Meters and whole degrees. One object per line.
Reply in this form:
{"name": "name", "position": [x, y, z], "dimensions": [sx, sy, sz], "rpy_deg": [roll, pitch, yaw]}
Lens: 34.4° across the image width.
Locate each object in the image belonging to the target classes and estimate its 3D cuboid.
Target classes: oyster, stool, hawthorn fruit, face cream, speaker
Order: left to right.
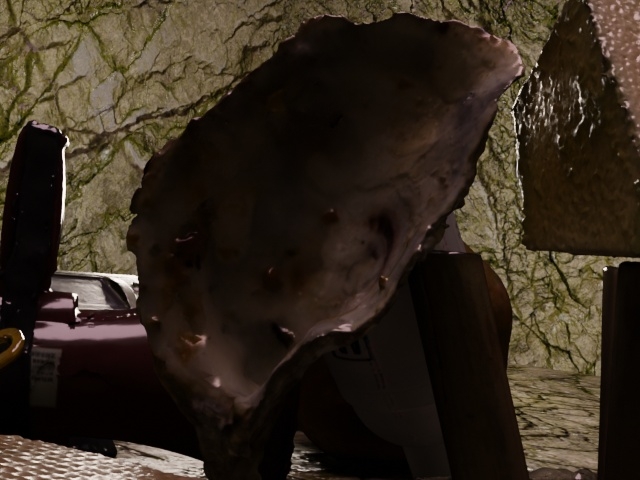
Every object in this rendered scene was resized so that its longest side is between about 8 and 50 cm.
{"name": "speaker", "position": [-0.175, 0.067, 0.827], "dimensions": [0.329, 0.259, 0.198], "rpy_deg": [10, 24, -15]}
{"name": "oyster", "position": [-0.027, -0.002, 0.729], "dimensions": [0.204, 0.396, 0.111], "rpy_deg": [34, 2, 16]}
{"name": "hawthorn fruit", "position": [0.068, 0.110, 1.135], "dimensions": [0.267, 0.268, 0.301], "rpy_deg": [5, -8, 2]}
{"name": "face cream", "position": [0.074, 0.085, 0.893], "dimensions": [0.145, 0.370, 0.145], "rpy_deg": [-18, 20, 7]}
{"name": "stool", "position": [0.232, 0.128, 0.727], "dimensions": [0.310, 0.226, 0.310], "rpy_deg": [6, -1, -31]}

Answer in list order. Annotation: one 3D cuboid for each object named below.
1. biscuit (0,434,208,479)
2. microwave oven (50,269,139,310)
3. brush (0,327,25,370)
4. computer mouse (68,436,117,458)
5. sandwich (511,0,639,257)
{"name": "biscuit", "position": [-0.233, 0.153, 0.617], "dimensions": [0.426, 0.079, 0.144], "rpy_deg": [5, -3, 33]}
{"name": "microwave oven", "position": [-0.297, 0.125, 1.214], "dimensions": [0.205, 0.163, 0.129], "rpy_deg": [6, 22, -41]}
{"name": "brush", "position": [-0.253, 0.111, 0.549], "dimensions": [0.218, 0.010, 0.082], "rpy_deg": [-34, 34, -22]}
{"name": "computer mouse", "position": [-0.290, 0.162, 0.943], "dimensions": [0.217, 0.074, 0.122], "rpy_deg": [4, -2, 13]}
{"name": "sandwich", "position": [0.169, -0.033, 0.623], "dimensions": [0.058, 0.193, 0.162], "rpy_deg": [1, -36, -13]}
